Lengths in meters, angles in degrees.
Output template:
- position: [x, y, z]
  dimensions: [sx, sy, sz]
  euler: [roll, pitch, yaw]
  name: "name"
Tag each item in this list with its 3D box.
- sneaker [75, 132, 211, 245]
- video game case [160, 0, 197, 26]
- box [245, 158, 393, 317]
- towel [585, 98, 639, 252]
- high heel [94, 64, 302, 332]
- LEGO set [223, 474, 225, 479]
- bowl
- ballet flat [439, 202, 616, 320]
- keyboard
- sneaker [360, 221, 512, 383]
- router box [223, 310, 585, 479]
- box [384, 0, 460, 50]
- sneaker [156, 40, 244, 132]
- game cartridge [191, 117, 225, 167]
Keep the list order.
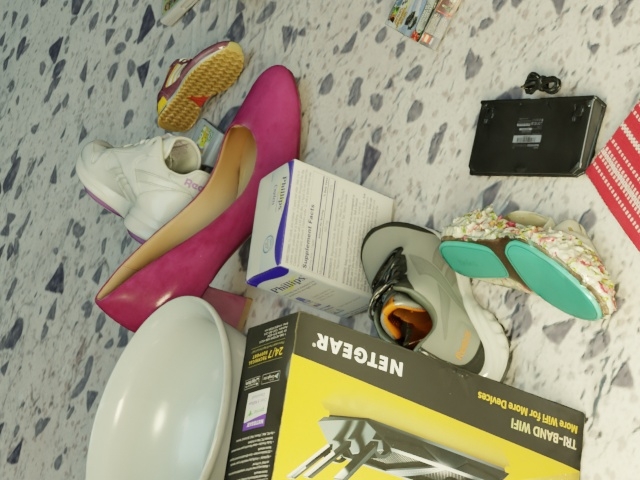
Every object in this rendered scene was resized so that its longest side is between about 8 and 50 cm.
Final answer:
- position: [-0.229, -0.087, 2.182]
  dimensions: [0.152, 0.114, 0.305]
  euler: [-59, 40, 6]
  name: "sneaker"
- position: [-0.177, -0.455, 2.403]
  dimensions: [0.193, 0.023, 0.212]
  euler: [-35, 44, 43]
  name: "video game case"
- position: [0.000, 0.000, 1.711]
  dimensions: [0.072, 0.137, 0.126]
  euler: [-25, 51, 51]
  name: "box"
- position: [0.345, -0.103, 1.331]
  dimensions: [0.275, 0.031, 0.199]
  euler: [-55, 34, 25]
  name: "towel"
- position: [-0.140, -0.060, 1.930]
  dimensions: [0.127, 0.181, 0.377]
  euler: [-11, 62, 56]
  name: "high heel"
- position: [-0.022, 0.365, 1.530]
  dimensions: [0.255, 0.192, 0.331]
  euler: [-47, 29, -23]
  name: "LEGO set"
- position: [-0.135, 0.222, 1.789]
  dimensions: [0.298, 0.134, 0.298]
  euler: [-35, 44, 42]
  name: "bowl"
- position: [0.197, 0.008, 1.455]
  dimensions: [0.077, 0.091, 0.241]
  euler: [-41, 30, -17]
  name: "ballet flat"
- position: [0.212, -0.114, 1.561]
  dimensions: [0.180, 0.023, 0.108]
  euler: [5, 82, 58]
  name: "keyboard"
- position: [0.092, 0.055, 1.560]
  dimensions: [0.100, 0.108, 0.271]
  euler: [-59, 30, 18]
  name: "sneaker"
- position: [0.068, 0.219, 1.289]
  dimensions: [0.081, 0.309, 0.243]
  euler: [-22, 54, 53]
  name: "router box"
- position: [0.131, -0.289, 1.797]
  dimensions: [0.137, 0.027, 0.094]
  euler: [-63, 29, 10]
  name: "box"
- position: [-0.173, -0.233, 2.207]
  dimensions: [0.185, 0.069, 0.084]
  euler: [-41, 45, 37]
  name: "sneaker"
- position: [-0.155, -0.130, 2.166]
  dimensions: [0.083, 0.017, 0.056]
  euler: [39, 108, 59]
  name: "game cartridge"
